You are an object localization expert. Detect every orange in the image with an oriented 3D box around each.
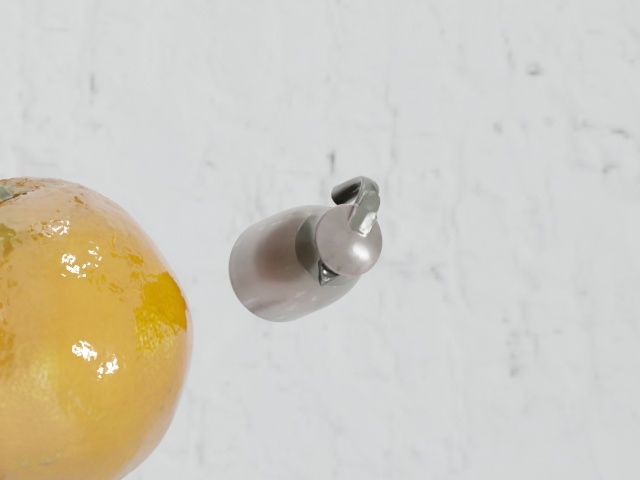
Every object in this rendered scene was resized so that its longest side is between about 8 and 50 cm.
[{"bbox_3d":[-0.267,0.090,1.332,0.312,0.312,0.312,-177,-90,-82],"label":"orange"}]

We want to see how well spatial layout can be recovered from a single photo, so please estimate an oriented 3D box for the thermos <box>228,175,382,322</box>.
[{"bbox_3d":[0.000,0.000,1.397,0.137,0.105,0.193,-57,-168,-21],"label":"thermos"}]
